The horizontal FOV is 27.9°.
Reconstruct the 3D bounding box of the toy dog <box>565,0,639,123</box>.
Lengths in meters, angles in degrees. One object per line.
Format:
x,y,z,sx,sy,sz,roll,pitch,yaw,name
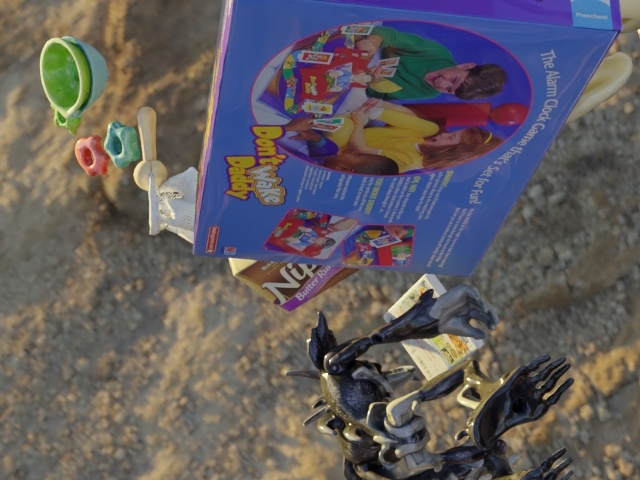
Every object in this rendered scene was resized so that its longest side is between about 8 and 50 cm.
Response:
0.194,-0.224,1.402,0.284,0.395,0.408,52,133,17,toy dog

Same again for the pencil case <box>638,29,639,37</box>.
0.528,-0.264,1.811,0.160,0.183,0.410,-22,66,25,pencil case

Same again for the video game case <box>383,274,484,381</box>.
0.110,0.088,1.278,0.011,0.122,0.087,-30,80,-26,video game case

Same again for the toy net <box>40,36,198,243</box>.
-0.179,-0.070,1.137,0.232,0.045,0.122,53,133,21,toy net

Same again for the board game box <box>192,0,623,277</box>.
0.038,-0.088,0.913,0.233,0.347,0.078,5,63,-8,board game box

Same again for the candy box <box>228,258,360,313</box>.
0.000,0.000,1.458,0.186,0.109,0.053,-32,49,16,candy box

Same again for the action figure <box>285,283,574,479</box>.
0.085,0.128,0.969,0.141,0.164,0.275,-18,13,-26,action figure
